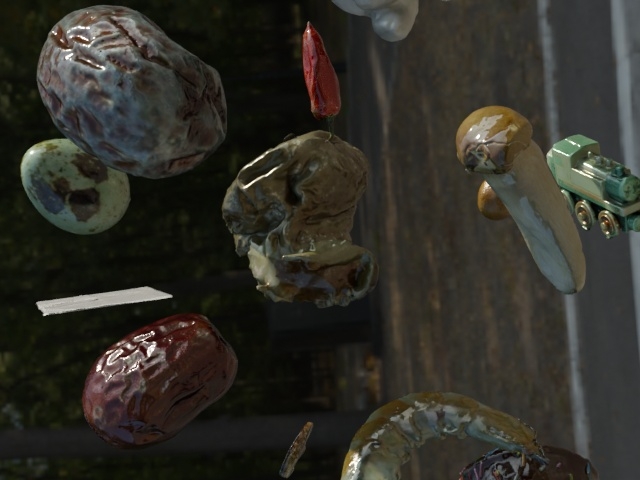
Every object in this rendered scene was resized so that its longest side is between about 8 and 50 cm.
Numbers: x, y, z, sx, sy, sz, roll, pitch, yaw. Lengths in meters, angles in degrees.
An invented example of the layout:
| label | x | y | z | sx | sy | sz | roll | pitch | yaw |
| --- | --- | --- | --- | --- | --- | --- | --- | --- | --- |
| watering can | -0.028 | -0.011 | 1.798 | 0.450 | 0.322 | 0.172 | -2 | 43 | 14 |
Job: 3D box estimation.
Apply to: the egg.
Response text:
| label | x | y | z | sx | sy | sz | roll | pitch | yaw |
| --- | --- | --- | --- | --- | --- | --- | --- | --- | --- |
| egg | -0.454 | -0.104 | 2.185 | 0.231 | 0.169 | 0.169 | 34 | -138 | -45 |

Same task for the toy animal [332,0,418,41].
| label | x | y | z | sx | sy | sz | roll | pitch | yaw |
| --- | --- | --- | --- | --- | --- | --- | --- | --- | --- |
| toy animal | 0.089 | -0.460 | 1.719 | 0.206 | 0.271 | 0.265 | -55 | -8 | -33 |

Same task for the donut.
| label | x | y | z | sx | sy | sz | roll | pitch | yaw |
| --- | --- | --- | --- | --- | --- | --- | --- | --- | --- |
| donut | 0.344 | 0.424 | 1.938 | 0.235 | 0.235 | 0.089 | 87 | -177 | -46 |

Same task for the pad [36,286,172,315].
| label | x | y | z | sx | sy | sz | roll | pitch | yaw |
| --- | --- | --- | --- | --- | --- | --- | --- | --- | --- |
| pad | -0.276 | 0.074 | 1.493 | 0.232 | 0.156 | 0.004 | -177 | 80 | -74 |

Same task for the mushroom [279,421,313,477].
| label | x | y | z | sx | sy | sz | roll | pitch | yaw |
| --- | --- | --- | --- | --- | --- | --- | --- | --- | --- |
| mushroom | -0.037 | 0.340 | 1.926 | 0.101 | 0.019 | 0.049 | -62 | -12 | -18 |

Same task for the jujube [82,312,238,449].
| label | x | y | z | sx | sy | sz | roll | pitch | yaw |
| --- | --- | --- | --- | --- | --- | --- | --- | --- | --- |
| jujube | -0.255 | 0.218 | 1.845 | 0.183 | 0.243 | 0.183 | 53 | 179 | 2 |

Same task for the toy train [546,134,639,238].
| label | x | y | z | sx | sy | sz | roll | pitch | yaw |
| --- | --- | --- | --- | --- | --- | --- | --- | --- | --- |
| toy train | 0.423 | -0.080 | 1.798 | 0.194 | 0.080 | 0.125 | 36 | 145 | 55 |

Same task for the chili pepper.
| label | x | y | z | sx | sy | sz | roll | pitch | yaw |
| --- | --- | --- | --- | --- | --- | --- | --- | --- | --- |
| chili pepper | 0.002 | -0.246 | 1.839 | 0.059 | 0.050 | 0.191 | 166 | 94 | -81 |

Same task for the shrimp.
| label | x | y | z | sx | sy | sz | roll | pitch | yaw |
| --- | --- | --- | --- | --- | --- | --- | --- | --- | --- |
| shrimp | 0.148 | 0.285 | 1.614 | 0.068 | 0.287 | 0.185 | 77 | 176 | -46 |

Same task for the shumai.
| label | x | y | z | sx | sy | sz | roll | pitch | yaw |
| --- | --- | --- | --- | --- | --- | --- | --- | --- | --- |
| shumai | 0.000 | 0.000 | 1.961 | 0.262 | 0.267 | 0.314 | 62 | 177 | 18 |

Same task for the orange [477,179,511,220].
| label | x | y | z | sx | sy | sz | roll | pitch | yaw |
| --- | --- | --- | --- | --- | --- | --- | --- | --- | --- |
| orange | 0.306 | -0.073 | 2.027 | 0.085 | 0.085 | 0.085 | 176 | 90 | -90 |

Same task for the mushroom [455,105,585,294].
| label | x | y | z | sx | sy | sz | roll | pitch | yaw |
| --- | --- | --- | --- | --- | --- | --- | --- | --- | --- |
| mushroom | 0.207 | -0.038 | 1.158 | 0.084 | 0.071 | 0.209 | 9 | 140 | 55 |

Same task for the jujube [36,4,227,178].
| label | x | y | z | sx | sy | sz | roll | pitch | yaw |
| --- | --- | --- | --- | --- | --- | --- | --- | --- | --- |
| jujube | -0.278 | -0.212 | 1.750 | 0.246 | 0.215 | 0.308 | 38 | 179 | -43 |
